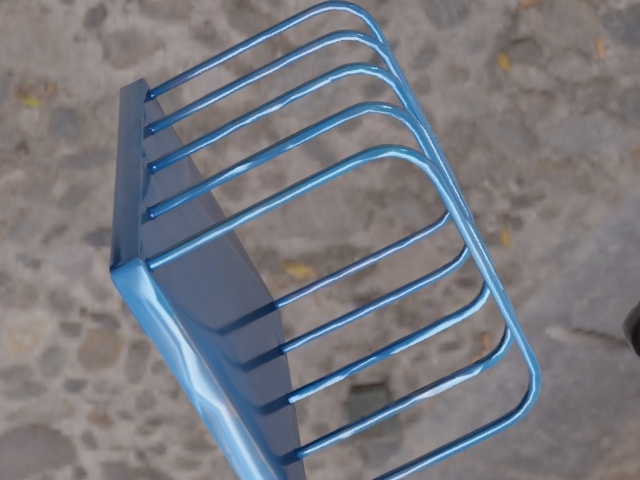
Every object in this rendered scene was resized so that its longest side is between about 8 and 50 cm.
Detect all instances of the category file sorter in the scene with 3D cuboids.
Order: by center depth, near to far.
[{"bbox_3d":[0.000,0.000,0.582,0.104,0.170,0.118,-26,114,6],"label":"file sorter"}]

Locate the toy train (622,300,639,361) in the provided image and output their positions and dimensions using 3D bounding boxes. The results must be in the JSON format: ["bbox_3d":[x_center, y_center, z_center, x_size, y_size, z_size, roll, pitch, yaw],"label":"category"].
[{"bbox_3d":[0.303,-0.006,0.795,0.190,0.142,0.334,20,119,-42],"label":"toy train"}]
